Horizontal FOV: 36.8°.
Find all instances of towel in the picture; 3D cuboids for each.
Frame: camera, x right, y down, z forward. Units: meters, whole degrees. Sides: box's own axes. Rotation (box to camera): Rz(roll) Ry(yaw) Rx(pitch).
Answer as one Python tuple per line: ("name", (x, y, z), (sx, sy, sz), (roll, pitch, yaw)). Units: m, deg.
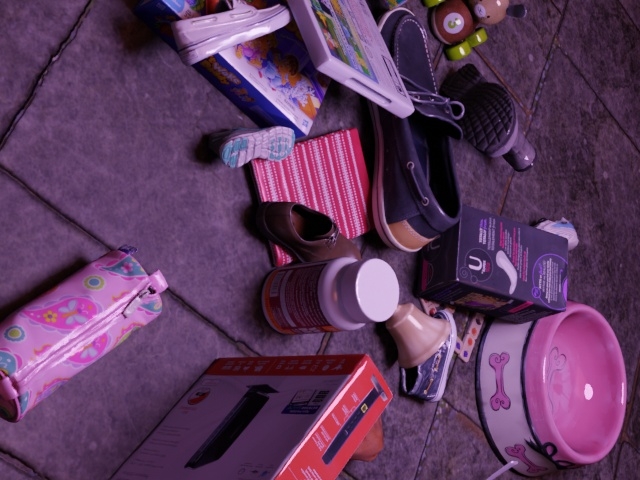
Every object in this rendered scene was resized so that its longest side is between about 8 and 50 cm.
("towel", (-0.006, -0.083, 1.730), (0.275, 0.031, 0.198), (-21, 100, -42))

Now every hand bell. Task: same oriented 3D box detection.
("hand bell", (0.121, 0.109, 1.787), (0.242, 0.126, 0.126), (49, 53, -13))

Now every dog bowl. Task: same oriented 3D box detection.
("dog bowl", (0.518, 0.310, 2.091), (0.408, 0.150, 0.408), (9, 77, -42))

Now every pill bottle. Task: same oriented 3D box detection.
("pill bottle", (0.015, 0.091, 1.587), (0.121, 0.221, 0.121), (8, 78, -43))

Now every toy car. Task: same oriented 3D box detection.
("toy car", (0.337, -0.487, 2.016), (0.149, 0.188, 0.155), (-42, 112, -40))

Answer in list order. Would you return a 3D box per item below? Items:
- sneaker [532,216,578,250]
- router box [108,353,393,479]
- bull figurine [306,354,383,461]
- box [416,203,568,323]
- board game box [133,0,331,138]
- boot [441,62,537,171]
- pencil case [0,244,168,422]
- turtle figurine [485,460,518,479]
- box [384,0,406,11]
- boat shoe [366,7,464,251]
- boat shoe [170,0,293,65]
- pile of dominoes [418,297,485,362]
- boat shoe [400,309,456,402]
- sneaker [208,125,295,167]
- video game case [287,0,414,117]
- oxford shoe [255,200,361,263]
("sneaker", (0.489, -0.005, 2.173), (0.237, 0.085, 0.086), (-8, 63, -41))
("router box", (-0.108, 0.290, 1.356), (0.301, 0.335, 0.082), (-48, 117, -38))
("bull figurine", (-0.005, 0.293, 1.616), (0.310, 0.101, 0.188), (18, 65, -47))
("box", (0.344, 0.052, 1.920), (0.270, 0.143, 0.165), (17, 68, -25))
("board game box", (-0.121, -0.364, 1.630), (0.347, 0.078, 0.233), (40, 58, -32))
("boot", (0.377, -0.219, 1.965), (0.223, 0.118, 0.338), (45, 20, -27))
("pencil case", (-0.342, 0.122, 1.309), (0.284, 0.124, 0.124), (-37, 109, -40))
("turtle figurine", (0.304, 0.540, 1.820), (0.266, 0.274, 0.197), (6, 45, -39))
("box", (0.197, -0.639, 1.803), (0.177, 0.290, 0.279), (-39, 99, -41))
("boat shoe", (0.189, -0.226, 1.839), (0.187, 0.156, 0.500), (19, 62, -42))
("boat shoe", (-0.133, -0.344, 1.500), (0.226, 0.083, 0.075), (-34, 108, -41))
("pile of dominoes", (0.301, 0.096, 1.992), (0.196, 0.040, 0.251), (46, 54, -29))
("boat shoe", (0.208, 0.218, 1.861), (0.083, 0.065, 0.183), (22, 72, -40))
("sneaker", (-0.116, -0.168, 1.606), (0.166, 0.076, 0.065), (-11, 122, -43))
("video game case", (0.027, -0.389, 1.673), (0.300, 0.036, 0.329), (17, 47, -57))
("oxford shoe", (0.000, 0.000, 1.644), (0.227, 0.096, 0.082), (27, 67, -40))
